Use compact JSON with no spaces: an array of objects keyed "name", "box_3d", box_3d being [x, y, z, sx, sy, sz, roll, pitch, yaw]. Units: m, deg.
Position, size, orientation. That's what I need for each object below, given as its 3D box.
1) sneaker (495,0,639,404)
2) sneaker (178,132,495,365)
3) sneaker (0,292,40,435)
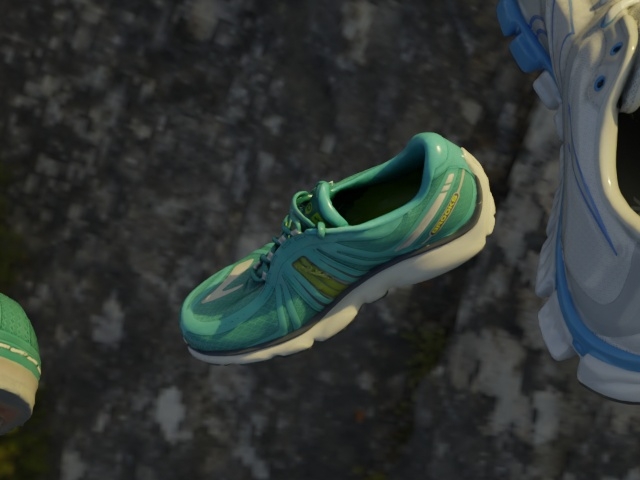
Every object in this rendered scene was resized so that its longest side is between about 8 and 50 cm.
[{"name":"sneaker","box_3d":[0.097,-0.054,0.495,0.071,0.083,0.191,-1,61,-7]},{"name":"sneaker","box_3d":[0.000,0.000,1.330,0.275,0.110,0.107,-31,47,10]},{"name":"sneaker","box_3d":[-0.235,0.010,0.696,0.302,0.108,0.121,3,71,30]}]
